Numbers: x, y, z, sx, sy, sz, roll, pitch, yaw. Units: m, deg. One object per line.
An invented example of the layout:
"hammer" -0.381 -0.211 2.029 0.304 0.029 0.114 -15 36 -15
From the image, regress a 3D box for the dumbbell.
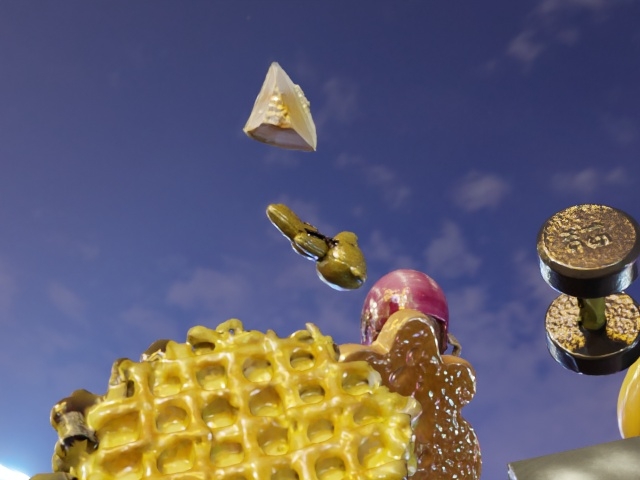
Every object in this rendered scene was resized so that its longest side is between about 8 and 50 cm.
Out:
"dumbbell" 0.545 0.103 1.864 0.203 0.204 0.322 9 -41 27

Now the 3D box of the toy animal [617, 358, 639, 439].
"toy animal" 0.837 0.337 2.050 0.246 0.278 0.345 14 -13 -13

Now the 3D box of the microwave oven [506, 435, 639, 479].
"microwave oven" 0.510 0.595 1.611 0.374 0.236 0.432 -11 -68 -2

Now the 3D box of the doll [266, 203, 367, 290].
"doll" 0.000 0.000 1.591 0.209 0.097 0.137 42 -5 1

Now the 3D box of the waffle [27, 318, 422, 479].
"waffle" -0.073 0.180 0.760 0.329 0.329 0.062 16 -47 19

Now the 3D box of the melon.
"melon" -0.094 -0.250 1.839 0.139 0.202 0.093 -26 -18 14

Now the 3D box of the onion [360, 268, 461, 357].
"onion" 0.154 0.150 1.745 0.200 0.200 0.207 8 -40 29

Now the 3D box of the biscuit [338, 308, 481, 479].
"biscuit" 0.128 0.283 1.382 0.052 0.275 0.355 16 -47 59
